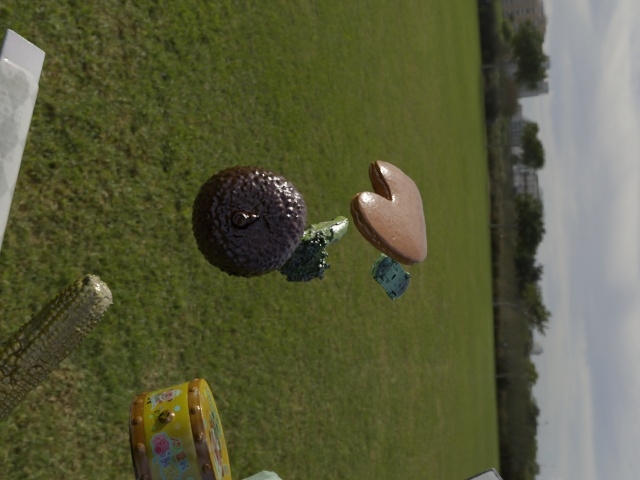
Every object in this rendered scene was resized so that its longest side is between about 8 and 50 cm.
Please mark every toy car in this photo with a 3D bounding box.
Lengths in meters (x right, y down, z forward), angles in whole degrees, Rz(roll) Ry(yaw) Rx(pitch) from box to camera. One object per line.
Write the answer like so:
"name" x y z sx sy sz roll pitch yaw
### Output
"toy car" 0.193 0.102 1.681 0.093 0.058 0.186 -53 141 -8

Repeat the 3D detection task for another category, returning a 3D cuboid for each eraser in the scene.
"eraser" -0.583 -0.149 1.065 0.082 0.213 0.396 15 72 -34

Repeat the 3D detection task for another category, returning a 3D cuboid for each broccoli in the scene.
"broccoli" -0.004 0.005 1.683 0.304 0.165 0.145 -41 131 -52

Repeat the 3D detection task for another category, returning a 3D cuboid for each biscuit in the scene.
"biscuit" 0.116 -0.058 0.991 0.186 0.036 0.192 33 44 -37

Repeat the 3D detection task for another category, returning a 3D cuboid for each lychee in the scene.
"lychee" -0.160 -0.043 1.342 0.260 0.261 0.260 -3 90 -72

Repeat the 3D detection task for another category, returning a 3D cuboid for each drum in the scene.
"drum" -0.420 0.653 1.851 0.431 0.214 0.430 165 -90 -85

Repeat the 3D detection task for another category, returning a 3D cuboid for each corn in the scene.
"corn" -0.417 0.164 0.852 0.288 0.086 0.086 -45 149 -6

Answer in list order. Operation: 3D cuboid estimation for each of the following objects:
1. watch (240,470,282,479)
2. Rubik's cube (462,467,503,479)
"watch" -0.155 0.785 1.744 0.162 0.241 0.253 -11 124 -31
"Rubik's cube" 0.372 0.800 1.445 0.301 0.304 0.305 -127 -155 -54
